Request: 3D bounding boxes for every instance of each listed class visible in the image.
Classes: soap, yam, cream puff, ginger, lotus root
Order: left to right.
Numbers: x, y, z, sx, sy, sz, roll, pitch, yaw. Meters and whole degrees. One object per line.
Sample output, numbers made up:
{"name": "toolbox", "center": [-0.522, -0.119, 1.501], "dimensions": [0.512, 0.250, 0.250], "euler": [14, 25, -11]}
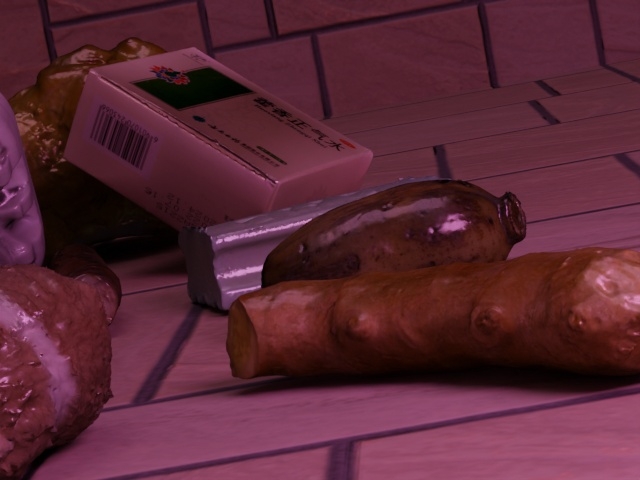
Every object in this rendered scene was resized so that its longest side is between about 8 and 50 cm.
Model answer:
{"name": "yam", "center": [-0.188, 0.035, 1.419], "dimensions": [0.056, 0.057, 0.241], "euler": [-12, 9, -9]}
{"name": "cream puff", "center": [-0.208, -0.062, 1.793], "dimensions": [0.282, 0.185, 0.282], "euler": [-30, -25, -16]}
{"name": "soap", "center": [0.000, 0.000, 1.378], "dimensions": [0.198, 0.063, 0.114], "euler": [-13, 6, -17]}
{"name": "lotus root", "center": [0.049, 0.010, 1.179], "dimensions": [0.179, 0.080, 0.089], "euler": [-16, 14, 0]}
{"name": "ginger", "center": [0.073, 0.041, 0.973], "dimensions": [0.299, 0.065, 0.118], "euler": [-4, -3, 33]}

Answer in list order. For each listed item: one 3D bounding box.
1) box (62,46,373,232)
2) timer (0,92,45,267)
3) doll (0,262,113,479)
{"name": "box", "center": [-0.088, -0.076, 1.585], "dimensions": [0.212, 0.095, 0.168], "euler": [31, 24, 21]}
{"name": "timer", "center": [-0.348, -0.021, 1.440], "dimensions": [0.237, 0.262, 0.087], "euler": [-10, 49, -4]}
{"name": "doll", "center": [-0.167, 0.069, 0.976], "dimensions": [0.115, 0.105, 0.221], "euler": [-51, -7, 9]}
